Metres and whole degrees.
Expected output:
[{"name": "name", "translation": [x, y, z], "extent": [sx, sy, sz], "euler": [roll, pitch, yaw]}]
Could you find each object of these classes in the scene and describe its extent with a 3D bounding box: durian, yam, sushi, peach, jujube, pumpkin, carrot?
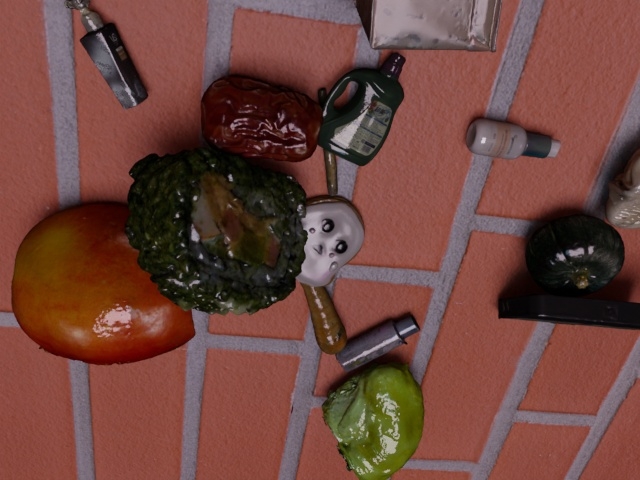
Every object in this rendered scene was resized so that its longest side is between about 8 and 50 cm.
[{"name": "durian", "translation": [0.141, 0.463, 1.595], "extent": [0.256, 0.204, 0.340], "euler": [41, 110, -12]}, {"name": "yam", "translation": [0.015, -0.196, 1.280], "extent": [0.029, 0.027, 0.234], "euler": [-18, 123, -16]}, {"name": "sushi", "translation": [-0.187, -0.006, 1.189], "extent": [0.178, 0.294, 0.352], "euler": [-7, 163, 40]}, {"name": "peach", "translation": [-0.431, 0.084, 1.270], "extent": [0.381, 0.306, 0.242], "euler": [7, 128, -2]}, {"name": "jujube", "translation": [-0.110, -0.220, 1.166], "extent": [0.230, 0.155, 0.155], "euler": [13, 121, 6]}, {"name": "pumpkin", "translation": [0.561, 0.039, 1.389], "extent": [0.212, 0.152, 0.211], "euler": [1, 124, 1]}, {"name": "carrot", "translation": [-0.008, 0.142, 1.466], "extent": [0.078, 0.078, 0.298], "euler": [-18, 117, 7]}]

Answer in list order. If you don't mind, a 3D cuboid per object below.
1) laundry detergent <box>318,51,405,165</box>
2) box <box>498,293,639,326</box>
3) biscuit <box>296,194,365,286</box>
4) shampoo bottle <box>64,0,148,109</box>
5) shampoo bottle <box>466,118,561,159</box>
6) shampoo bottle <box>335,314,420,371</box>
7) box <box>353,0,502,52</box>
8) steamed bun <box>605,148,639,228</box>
[{"name": "laundry detergent", "translation": [0.084, -0.264, 1.206], "extent": [0.144, 0.078, 0.221], "euler": [23, 107, -16]}, {"name": "box", "translation": [0.610, 0.167, 1.450], "extent": [0.350, 0.211, 0.058], "euler": [5, 82, -8]}, {"name": "biscuit", "translation": [0.000, 0.000, 1.365], "extent": [0.208, 0.049, 0.181], "euler": [-43, 110, 10]}, {"name": "shampoo bottle", "translation": [-0.390, -0.344, 1.145], "extent": [0.064, 0.057, 0.207], "euler": [-16, 120, 15]}, {"name": "shampoo bottle", "translation": [0.396, -0.199, 1.277], "extent": [0.192, 0.074, 0.074], "euler": [9, 120, -9]}, {"name": "shampoo bottle", "translation": [0.141, 0.250, 1.540], "extent": [0.214, 0.072, 0.072], "euler": [-30, 119, 14]}, {"name": "box", "translation": [0.158, -0.441, 0.980], "extent": [0.190, 0.297, 0.225], "euler": [-1, 122, -3]}, {"name": "steamed bun", "translation": [0.705, -0.127, 1.308], "extent": [0.211, 0.144, 0.218], "euler": [-3, 152, 7]}]
